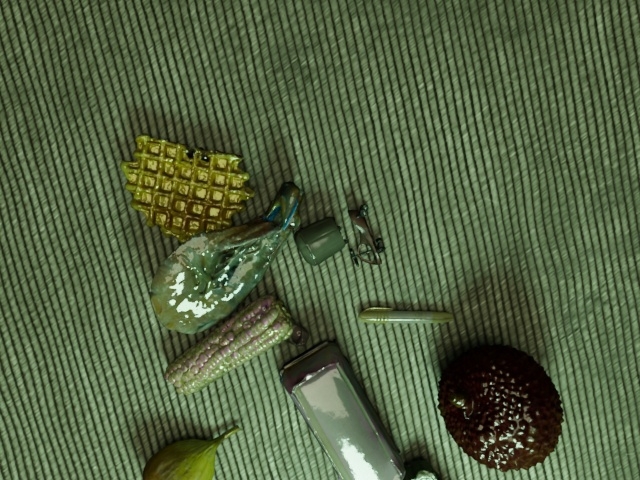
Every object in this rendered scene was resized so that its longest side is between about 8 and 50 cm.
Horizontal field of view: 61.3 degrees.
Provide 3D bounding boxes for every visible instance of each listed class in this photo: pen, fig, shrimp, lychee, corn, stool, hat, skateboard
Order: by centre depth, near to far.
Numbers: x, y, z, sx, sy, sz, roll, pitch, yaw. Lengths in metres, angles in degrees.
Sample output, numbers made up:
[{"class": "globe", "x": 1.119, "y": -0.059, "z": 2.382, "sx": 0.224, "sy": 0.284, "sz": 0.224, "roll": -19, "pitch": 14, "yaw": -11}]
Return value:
[{"class": "lychee", "x": 0.404, "y": 0.374, "z": 1.224, "sx": 0.304, "sy": 0.275, "sz": 0.276, "roll": 14, "pitch": 96, "yaw": -27}, {"class": "shrimp", "x": -0.207, "y": 0.034, "z": 1.238, "sx": 0.446, "sy": 0.110, "sz": 0.221, "roll": -46, "pitch": 125, "yaw": 0}, {"class": "stool", "x": 0.000, "y": 0.000, "z": 1.265, "sx": 0.110, "sy": 0.096, "sz": 0.096, "roll": -29, "pitch": 96, "yaw": -4}, {"class": "corn", "x": -0.217, "y": 0.250, "z": 1.275, "sx": 0.335, "sy": 0.126, "sz": 0.127, "roll": -33, "pitch": 95, "yaw": 4}, {"class": "skateboard", "x": 0.100, "y": -0.005, "z": 1.285, "sx": 0.080, "sy": 0.067, "sz": 0.151, "roll": -22, "pitch": 100, "yaw": 11}, {"class": "fig", "x": -0.298, "y": 0.536, "z": 1.309, "sx": 0.257, "sy": 0.159, "sz": 0.159, "roll": -36, "pitch": 96, "yaw": -14}, {"class": "pen", "x": 0.208, "y": 0.182, "z": 1.319, "sx": 0.233, "sy": 0.032, "sz": 0.040, "roll": 0, "pitch": 73, "yaw": -2}, {"class": "hat", "x": -0.063, "y": 0.224, "z": 1.319, "sx": 0.087, "sy": 0.042, "sz": 0.058, "roll": 28, "pitch": 93, "yaw": 31}]

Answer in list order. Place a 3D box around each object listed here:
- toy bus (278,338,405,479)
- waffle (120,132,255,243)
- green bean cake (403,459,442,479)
[{"class": "toy bus", "x": 0.058, "y": 0.446, "z": 1.279, "sx": 0.171, "sy": 0.162, "sz": 0.386, "roll": -30, "pitch": 96, "yaw": 1}, {"class": "waffle", "x": -0.306, "y": -0.132, "z": 1.263, "sx": 0.283, "sy": 0.065, "sz": 0.310, "roll": -33, "pitch": 100, "yaw": 5}, {"class": "green bean cake", "x": 0.237, "y": 0.658, "z": 1.331, "sx": 0.183, "sy": 0.094, "sz": 0.185, "roll": -35, "pitch": 100, "yaw": 4}]
